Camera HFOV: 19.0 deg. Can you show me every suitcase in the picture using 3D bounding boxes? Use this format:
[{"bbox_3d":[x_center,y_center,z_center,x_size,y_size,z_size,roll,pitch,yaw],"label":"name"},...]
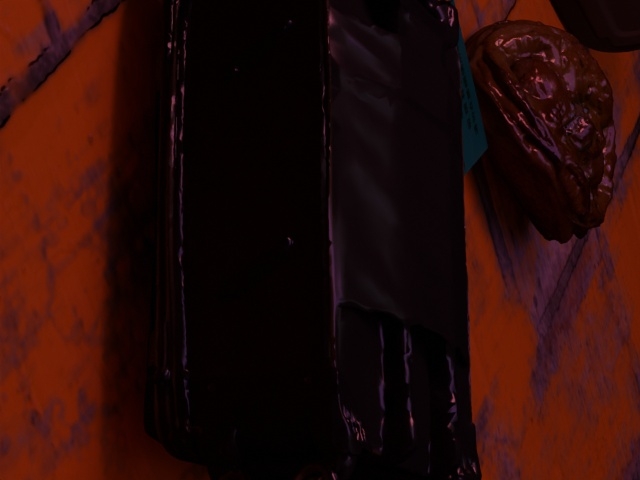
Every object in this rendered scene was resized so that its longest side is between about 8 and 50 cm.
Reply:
[{"bbox_3d":[0.000,0.000,1.414,0.283,0.194,0.434,27,60,-61],"label":"suitcase"}]

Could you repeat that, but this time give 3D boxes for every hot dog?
[{"bbox_3d":[0.238,-0.120,2.035,0.272,0.122,0.196,57,36,-46],"label":"hot dog"}]

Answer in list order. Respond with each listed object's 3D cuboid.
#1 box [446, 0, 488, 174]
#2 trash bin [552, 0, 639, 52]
[{"bbox_3d":[0.096,-0.121,1.824,0.226,0.042,0.161,-46,124,-59],"label":"box"},{"bbox_3d":[0.389,-0.400,2.329,0.220,0.219,0.250,54,31,-49],"label":"trash bin"}]
